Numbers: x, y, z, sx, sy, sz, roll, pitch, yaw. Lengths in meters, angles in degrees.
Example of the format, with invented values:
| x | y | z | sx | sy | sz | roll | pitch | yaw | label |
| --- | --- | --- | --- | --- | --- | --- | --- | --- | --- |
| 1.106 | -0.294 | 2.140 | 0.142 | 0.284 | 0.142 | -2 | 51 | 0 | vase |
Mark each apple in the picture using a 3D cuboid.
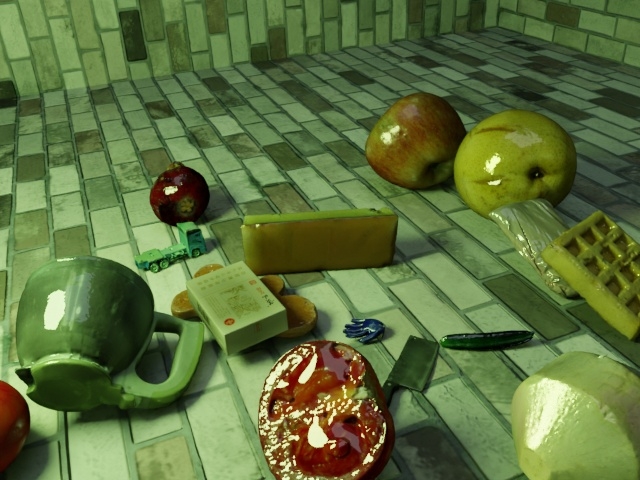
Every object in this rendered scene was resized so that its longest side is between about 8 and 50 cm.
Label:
| x | y | z | sx | sy | sz | roll | pitch | yaw | label |
| --- | --- | --- | --- | --- | --- | --- | --- | --- | --- |
| 0.287 | -0.276 | 1.779 | 0.309 | 0.277 | 0.250 | -38 | 80 | -28 | apple |

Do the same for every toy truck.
| x | y | z | sx | sy | sz | roll | pitch | yaw | label |
| --- | --- | --- | --- | --- | --- | --- | --- | --- | --- |
| -0.372 | 0.014 | 1.518 | 0.175 | 0.081 | 0.067 | -21 | 33 | -27 | toy truck |

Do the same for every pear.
| x | y | z | sx | sy | sz | roll | pitch | yaw | label |
| --- | --- | --- | --- | --- | --- | --- | --- | --- | --- |
| 0.494 | -0.186 | 1.587 | 0.314 | 0.315 | 0.314 | -2 | 31 | 1 | pear |

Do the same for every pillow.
| x | y | z | sx | sy | sz | roll | pitch | yaw | label |
| --- | --- | --- | --- | --- | --- | --- | --- | --- | --- |
| 0.524 | 0.009 | 1.392 | 0.173 | 0.067 | 0.270 | -21 | 62 | -21 | pillow |

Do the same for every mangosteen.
| x | y | z | sx | sy | sz | roll | pitch | yaw | label |
| --- | --- | --- | --- | --- | --- | --- | --- | --- | --- |
| -0.382 | -0.126 | 1.678 | 0.166 | 0.166 | 0.180 | -9 | 29 | -10 | mangosteen |

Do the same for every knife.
| x | y | z | sx | sy | sz | roll | pitch | yaw | label |
| --- | --- | --- | --- | --- | --- | --- | --- | --- | --- |
| 0.161 | 0.252 | 1.139 | 0.072 | 0.019 | 0.245 | 13 | 32 | 22 | knife |

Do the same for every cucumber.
| x | y | z | sx | sy | sz | roll | pitch | yaw | label |
| --- | --- | --- | --- | --- | --- | --- | --- | --- | --- |
| 0.325 | 0.196 | 1.207 | 0.184 | 0.033 | 0.036 | -3 | 56 | 1 | cucumber |

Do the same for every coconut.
| x | y | z | sx | sy | sz | roll | pitch | yaw | label |
| --- | --- | --- | --- | --- | --- | --- | --- | --- | --- |
| 0.390 | 0.281 | 0.900 | 0.236 | 0.197 | 0.237 | 3 | 32 | -2 | coconut |

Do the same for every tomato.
| x | y | z | sx | sy | sz | roll | pitch | yaw | label |
| --- | --- | --- | --- | --- | --- | --- | --- | --- | --- |
| -0.566 | 0.310 | 0.984 | 0.195 | 0.136 | 0.195 | 0 | 31 | 0 | tomato |
| 0.016 | 0.284 | 0.960 | 0.200 | 0.140 | 0.233 | -22 | 55 | 11 | tomato |

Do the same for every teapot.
| x | y | z | sx | sy | sz | roll | pitch | yaw | label |
| --- | --- | --- | --- | --- | --- | --- | --- | --- | --- |
| -0.405 | 0.205 | 1.133 | 0.239 | 0.321 | 0.239 | -34 | 37 | 23 | teapot |

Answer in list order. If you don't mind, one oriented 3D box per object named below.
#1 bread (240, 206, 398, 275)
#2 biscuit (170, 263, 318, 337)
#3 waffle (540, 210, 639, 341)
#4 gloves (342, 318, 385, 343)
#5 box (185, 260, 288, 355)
| x | y | z | sx | sy | sz | roll | pitch | yaw | label |
| --- | --- | --- | --- | --- | --- | --- | --- | --- | --- |
| 0.000 | 0.000 | 1.457 | 0.361 | 0.138 | 0.077 | -4 | 29 | -2 | bread |
| -0.156 | 0.143 | 1.317 | 0.323 | 0.049 | 0.205 | 8 | 35 | 20 | biscuit |
| 0.611 | 0.063 | 1.289 | 0.221 | 0.055 | 0.248 | -27 | 65 | -36 | waffle |
| 0.087 | 0.183 | 1.252 | 0.086 | 0.026 | 0.064 | 4 | 34 | 11 | gloves |
| -0.172 | 0.130 | 1.246 | 0.141 | 0.058 | 0.201 | -22 | 37 | -26 | box |
